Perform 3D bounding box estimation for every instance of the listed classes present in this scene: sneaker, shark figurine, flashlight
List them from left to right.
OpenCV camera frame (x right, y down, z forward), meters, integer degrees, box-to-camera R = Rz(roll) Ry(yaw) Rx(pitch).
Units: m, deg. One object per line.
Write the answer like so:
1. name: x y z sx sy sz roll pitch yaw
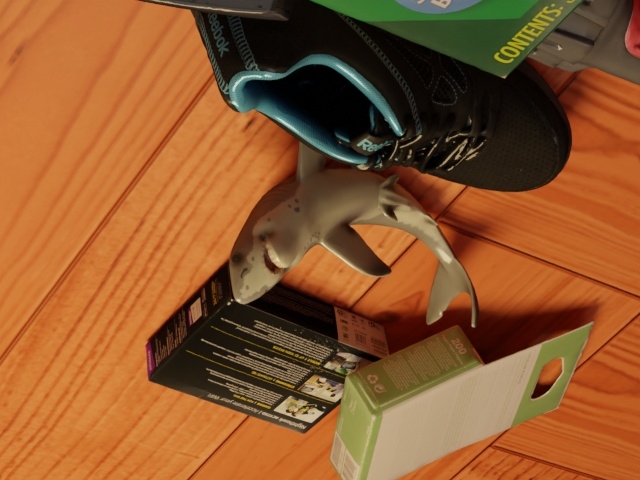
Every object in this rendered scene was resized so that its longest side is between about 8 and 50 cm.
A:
1. shark figurine: 0.017 -0.014 1.296 0.278 0.166 0.116 10 164 -44
2. sneaker: 0.050 -0.092 1.157 0.341 0.139 0.125 21 129 -30
3. flashlight: 0.281 -0.147 1.167 0.304 0.103 0.103 19 170 -21

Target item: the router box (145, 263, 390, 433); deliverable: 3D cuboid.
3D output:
1. router box: -0.047 0.101 1.426 0.179 0.046 0.133 24 129 -31

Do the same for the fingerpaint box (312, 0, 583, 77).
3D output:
1. fingerpaint box: 0.072 -0.315 0.727 0.371 0.163 0.445 18 135 -32

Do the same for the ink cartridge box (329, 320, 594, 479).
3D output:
1. ink cartridge box: 0.128 0.142 1.480 0.235 0.056 0.171 -23 151 -20

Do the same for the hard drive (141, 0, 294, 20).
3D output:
1. hard drive: -0.124 -0.231 0.973 0.255 0.054 0.172 14 114 -6
